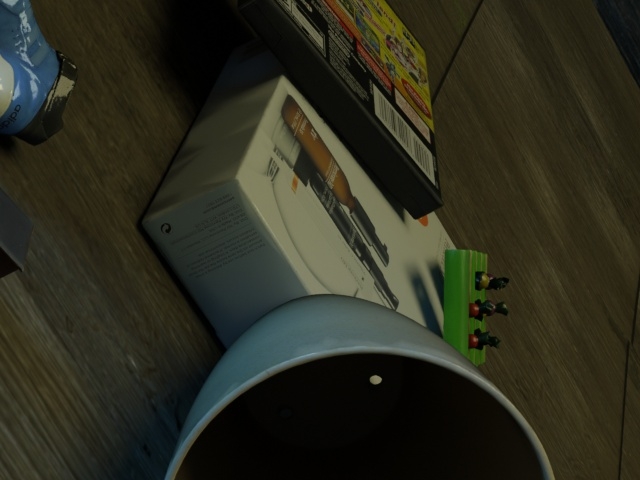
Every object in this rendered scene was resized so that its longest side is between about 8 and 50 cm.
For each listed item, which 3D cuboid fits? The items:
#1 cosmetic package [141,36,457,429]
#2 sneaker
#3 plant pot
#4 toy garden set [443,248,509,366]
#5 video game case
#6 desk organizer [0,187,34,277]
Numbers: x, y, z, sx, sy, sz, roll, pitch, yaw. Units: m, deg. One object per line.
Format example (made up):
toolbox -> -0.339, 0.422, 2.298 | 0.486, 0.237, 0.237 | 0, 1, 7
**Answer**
cosmetic package -> 0.000, 0.000, 1.587 | 0.284, 0.097, 0.377 | 59, 21, -20
sneaker -> -0.210, -0.136, 1.282 | 0.084, 0.058, 0.152 | 28, 45, -49
plant pot -> 0.014, 0.142, 1.289 | 0.256, 0.256, 0.274 | 57, 6, -18
toy garden set -> 0.146, 0.111, 1.701 | 0.244, 0.049, 0.204 | 5, 86, -81
video game case -> 0.017, -0.186, 1.668 | 0.275, 0.035, 0.248 | 48, 25, -32
desk organizer -> -0.234, -0.029, 1.115 | 0.130, 0.050, 0.047 | 52, 24, -31
